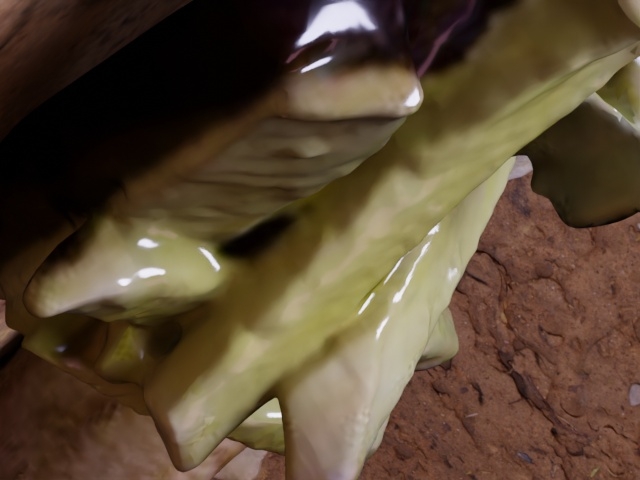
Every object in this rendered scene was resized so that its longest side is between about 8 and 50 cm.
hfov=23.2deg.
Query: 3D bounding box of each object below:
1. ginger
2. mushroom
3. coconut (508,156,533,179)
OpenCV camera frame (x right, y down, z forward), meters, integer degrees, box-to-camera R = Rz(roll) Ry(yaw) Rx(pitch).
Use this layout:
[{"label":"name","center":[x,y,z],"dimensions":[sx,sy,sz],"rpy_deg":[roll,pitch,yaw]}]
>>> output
[{"label":"ginger","center":[0.032,0.002,0.733],"dimensions":[0.358,0.211,0.413],"rpy_deg":[-23,178,-20]},{"label":"mushroom","center":[-0.149,0.110,1.187],"dimensions":[0.314,0.224,0.397],"rpy_deg":[-21,154,-44]},{"label":"coconut","center":[0.230,-0.181,1.957],"dimensions":[0.202,0.202,0.222],"rpy_deg":[-47,172,36]}]
